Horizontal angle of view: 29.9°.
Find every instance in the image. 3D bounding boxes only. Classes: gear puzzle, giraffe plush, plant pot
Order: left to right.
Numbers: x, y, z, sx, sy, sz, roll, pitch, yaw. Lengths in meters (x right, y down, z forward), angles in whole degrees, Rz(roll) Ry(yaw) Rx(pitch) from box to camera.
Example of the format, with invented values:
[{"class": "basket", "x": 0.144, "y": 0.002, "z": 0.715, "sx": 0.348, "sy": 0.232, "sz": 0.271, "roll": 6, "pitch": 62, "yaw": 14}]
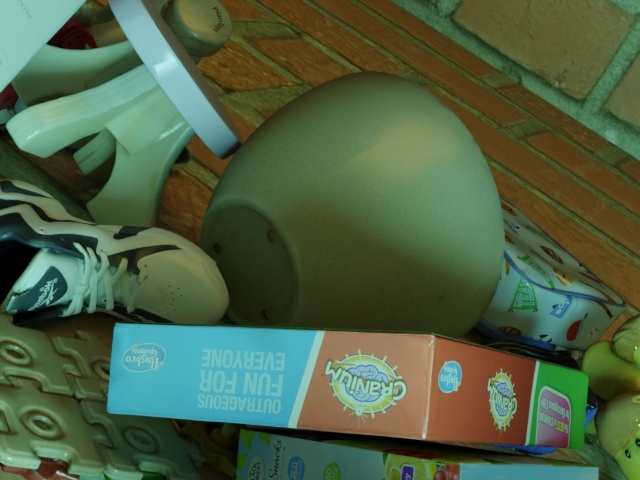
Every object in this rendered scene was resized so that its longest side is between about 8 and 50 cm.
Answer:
[{"class": "gear puzzle", "x": -0.181, "y": 0.128, "z": 0.875, "sx": 0.339, "sy": 0.044, "sz": 0.175, "roll": 17, "pitch": 23, "yaw": -38}, {"class": "plant pot", "x": 0.000, "y": 0.000, "z": 1.117, "sx": 0.191, "sy": 0.284, "sz": 0.284, "roll": -22, "pitch": 53, "yaw": -42}, {"class": "giraffe plush", "x": 0.347, "y": 0.198, "z": 1.241, "sx": 0.210, "sy": 0.181, "sz": 0.170, "roll": 20, "pitch": 28, "yaw": 24}]

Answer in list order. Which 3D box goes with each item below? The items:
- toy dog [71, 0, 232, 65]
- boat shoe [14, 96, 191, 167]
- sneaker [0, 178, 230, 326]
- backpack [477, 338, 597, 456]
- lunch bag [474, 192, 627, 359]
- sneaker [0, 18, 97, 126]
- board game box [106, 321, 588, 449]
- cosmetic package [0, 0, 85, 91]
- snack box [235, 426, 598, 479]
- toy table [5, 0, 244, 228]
[{"class": "toy dog", "x": -0.268, "y": -0.273, "z": 1.467, "sx": 0.334, "sy": 0.220, "sz": 0.161, "roll": 17, "pitch": 45, "yaw": -53}, {"class": "boat shoe", "x": -0.226, "y": -0.127, "z": 1.317, "sx": 0.076, "sy": 0.083, "sz": 0.226, "roll": 42, "pitch": 23, "yaw": 31}, {"class": "sneaker", "x": -0.196, "y": 0.035, "z": 0.981, "sx": 0.235, "sy": 0.094, "sz": 0.153, "roll": 28, "pitch": 22, "yaw": -5}, {"class": "backpack", "x": 0.200, "y": 0.160, "z": 1.207, "sx": 0.120, "sy": 0.101, "sz": 0.098, "roll": 18, "pitch": 22, "yaw": -20}, {"class": "lunch bag", "x": 0.236, "y": 0.034, "z": 1.528, "sx": 0.243, "sy": 0.115, "sz": 0.303, "roll": 15, "pitch": 25, "yaw": -40}, {"class": "sneaker", "x": -0.325, "y": -0.192, "z": 1.273, "sx": 0.087, "sy": 0.128, "sz": 0.221, "roll": 36, "pitch": 20, "yaw": 18}, {"class": "board game box", "x": 0.035, "y": 0.111, "z": 0.890, "sx": 0.242, "sy": 0.064, "sz": 0.316, "roll": 0, "pitch": -10, "yaw": 30}, {"class": "cosmetic package", "x": -0.320, "y": -0.297, "z": 1.066, "sx": 0.162, "sy": 0.230, "sz": 0.453, "roll": -1, "pitch": 41, "yaw": 33}, {"class": "snack box", "x": 0.068, "y": 0.182, "z": 0.876, "sx": 0.207, "sy": 0.070, "sz": 0.175, "roll": 1, "pitch": -8, "yaw": 45}, {"class": "toy table", "x": -0.190, "y": -0.125, "z": 1.153, "sx": 0.252, "sy": 0.161, "sz": 0.274, "roll": 58, "pitch": 3, "yaw": 20}]
